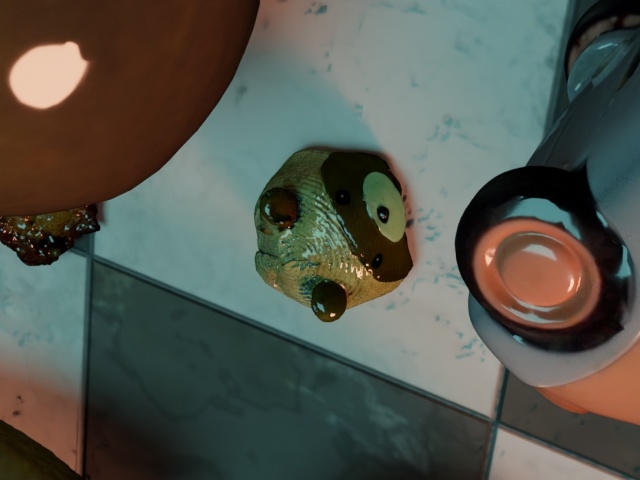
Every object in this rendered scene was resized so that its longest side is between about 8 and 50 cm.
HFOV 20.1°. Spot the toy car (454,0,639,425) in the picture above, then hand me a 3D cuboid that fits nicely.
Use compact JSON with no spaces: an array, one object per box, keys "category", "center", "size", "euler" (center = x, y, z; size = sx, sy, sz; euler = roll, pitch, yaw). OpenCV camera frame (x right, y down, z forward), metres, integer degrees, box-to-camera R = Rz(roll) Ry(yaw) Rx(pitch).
[{"category":"toy car","center":[0.196,-0.021,0.680],"size":[0.212,0.180,0.270],"euler":[40,129,-5]}]

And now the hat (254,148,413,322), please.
[{"category":"hat","center":[0.001,0.000,0.885],"size":[0.076,0.059,0.077],"euler":[9,124,34]}]

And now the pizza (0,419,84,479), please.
[{"category":"pizza","center":[-0.298,0.282,1.076],"size":[0.440,0.130,0.406],"euler":[3,86,44]}]

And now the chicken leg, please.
[{"category":"chicken leg","center":[-0.141,-0.041,0.967],"size":[0.062,0.037,0.145],"euler":[16,126,-2]}]

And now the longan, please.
[{"category":"longan","center":[-0.159,-0.147,0.772],"size":[0.297,0.297,0.297],"euler":[15,122,26]}]
